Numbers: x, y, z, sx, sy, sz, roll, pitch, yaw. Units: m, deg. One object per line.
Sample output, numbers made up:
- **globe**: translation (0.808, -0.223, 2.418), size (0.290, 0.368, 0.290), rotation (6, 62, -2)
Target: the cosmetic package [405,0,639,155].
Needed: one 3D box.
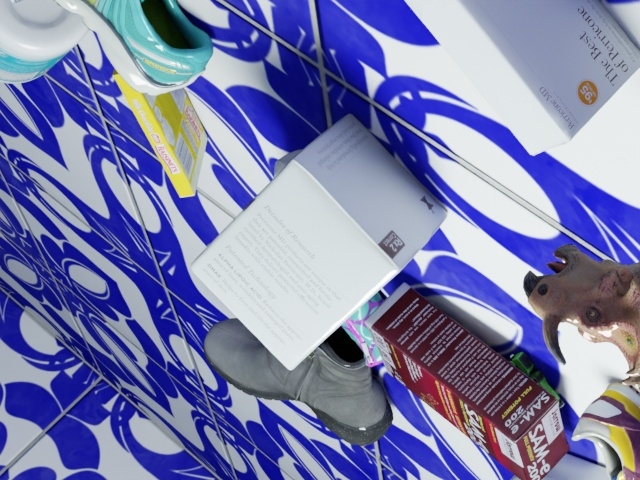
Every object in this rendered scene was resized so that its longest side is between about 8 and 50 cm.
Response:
- **cosmetic package**: translation (0.121, -0.185, 1.006), size (0.239, 0.099, 0.060), rotation (49, 161, -10)

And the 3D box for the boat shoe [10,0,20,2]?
- **boat shoe**: translation (-0.364, -0.393, 1.595), size (0.095, 0.084, 0.258), rotation (101, 144, -80)

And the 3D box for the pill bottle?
- **pill bottle**: translation (-0.377, -0.279, 1.752), size (0.146, 0.146, 0.264), rotation (50, 160, -12)

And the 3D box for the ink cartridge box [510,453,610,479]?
- **ink cartridge box**: translation (0.318, 0.416, 1.633), size (0.198, 0.197, 0.270), rotation (14, 143, 55)

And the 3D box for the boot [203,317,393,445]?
- **boot**: translation (-0.044, 0.139, 1.985), size (0.338, 0.118, 0.223), rotation (20, 147, 30)

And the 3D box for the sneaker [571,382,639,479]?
- **sneaker**: translation (0.336, 0.232, 1.407), size (0.185, 0.084, 0.069), rotation (42, 160, 11)

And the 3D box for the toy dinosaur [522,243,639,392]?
- **toy dinosaur**: translation (0.303, 0.052, 0.951), size (0.295, 0.200, 0.127), rotation (15, 144, 54)

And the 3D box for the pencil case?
- **pencil case**: translation (0.043, 0.084, 1.725), size (0.064, 0.070, 0.152), rotation (-24, 110, 42)

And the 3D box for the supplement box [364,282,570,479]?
- **supplement box**: translation (0.167, 0.164, 1.598), size (0.239, 0.073, 0.130), rotation (37, 164, 34)

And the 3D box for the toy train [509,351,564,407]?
- **toy train**: translation (0.241, 0.157, 1.554), size (0.083, 0.017, 0.023), rotation (49, 150, -8)

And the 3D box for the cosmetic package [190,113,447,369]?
- **cosmetic package**: translation (0.000, 0.000, 1.423), size (0.151, 0.151, 0.183), rotation (45, 122, 0)

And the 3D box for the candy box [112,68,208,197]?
- **candy box**: translation (-0.189, -0.158, 1.685), size (0.027, 0.105, 0.206), rotation (-10, 135, 16)

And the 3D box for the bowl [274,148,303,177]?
- **bowl**: translation (0.017, -0.037, 1.571), size (0.142, 0.053, 0.142), rotation (39, 158, 19)

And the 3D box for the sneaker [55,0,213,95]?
- **sneaker**: translation (-0.219, -0.287, 1.534), size (0.275, 0.107, 0.110), rotation (48, 140, -17)
